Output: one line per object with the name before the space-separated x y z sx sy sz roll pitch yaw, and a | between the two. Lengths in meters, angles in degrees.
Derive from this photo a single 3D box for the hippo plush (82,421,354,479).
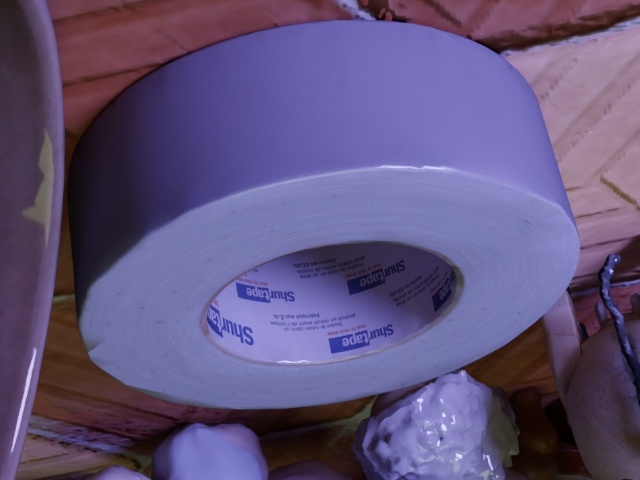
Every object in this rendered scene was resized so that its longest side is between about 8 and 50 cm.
hippo plush | -0.045 0.219 0.692 0.294 0.234 0.236 -35 180 -30

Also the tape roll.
tape roll | 0.000 0.000 0.547 0.219 0.072 0.219 -9 151 -5

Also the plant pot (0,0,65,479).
plant pot | -0.220 0.016 0.369 0.229 0.263 0.263 11 149 1

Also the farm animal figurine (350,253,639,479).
farm animal figurine | 0.231 0.118 0.725 0.330 0.172 0.326 -27 146 27
